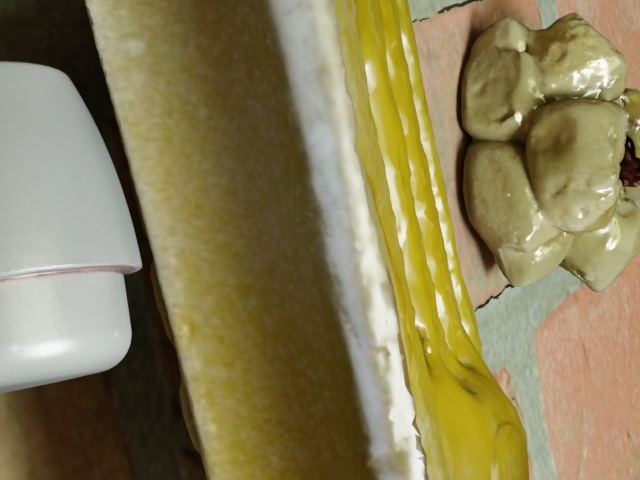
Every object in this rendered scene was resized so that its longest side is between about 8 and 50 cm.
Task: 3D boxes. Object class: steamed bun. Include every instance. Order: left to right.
[{"bbox_3d":[0.176,-0.054,0.954,0.177,0.106,0.192,39,56,-48],"label":"steamed bun"}]

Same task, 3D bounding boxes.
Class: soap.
[{"bbox_3d":[0.000,0.000,0.586,0.259,0.143,0.281,-61,141,-76],"label":"soap"}]

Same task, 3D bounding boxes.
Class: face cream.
[{"bbox_3d":[-0.121,0.001,0.467,0.117,0.117,0.104,-5,83,-58],"label":"face cream"}]
